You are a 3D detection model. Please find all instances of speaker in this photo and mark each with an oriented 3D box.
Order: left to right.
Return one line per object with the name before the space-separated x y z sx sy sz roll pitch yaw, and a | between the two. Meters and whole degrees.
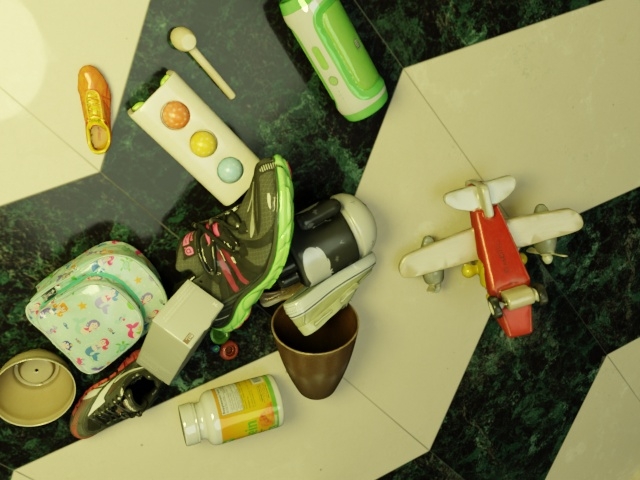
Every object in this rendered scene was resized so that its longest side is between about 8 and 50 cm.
speaker | 0.034 -0.413 1.262 0.131 0.131 0.297 -39 119 -6

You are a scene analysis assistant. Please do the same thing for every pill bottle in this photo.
pill bottle | -0.226 0.433 1.453 0.245 0.136 0.137 -11 113 -19

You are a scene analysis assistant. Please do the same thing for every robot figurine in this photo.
robot figurine | -0.001 -0.001 1.374 0.278 0.209 0.174 -29 101 -11

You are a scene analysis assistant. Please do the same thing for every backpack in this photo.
backpack | -0.459 0.134 1.223 0.253 0.191 0.225 -38 115 -11

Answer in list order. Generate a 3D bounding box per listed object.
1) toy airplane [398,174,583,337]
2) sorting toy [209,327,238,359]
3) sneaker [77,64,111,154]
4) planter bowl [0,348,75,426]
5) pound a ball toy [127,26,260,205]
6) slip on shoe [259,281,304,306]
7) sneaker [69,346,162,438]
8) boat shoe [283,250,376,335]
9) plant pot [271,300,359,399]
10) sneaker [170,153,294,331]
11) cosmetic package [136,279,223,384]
toy airplane | 0.453 0.017 1.552 0.385 0.272 0.385 28 85 7
sorting toy | -0.249 0.254 1.438 0.061 0.042 0.102 -33 107 -26
sneaker | -0.443 -0.258 1.148 0.064 0.067 0.175 -11 111 -18
planter bowl | -0.619 0.303 1.254 0.161 0.109 0.162 -7 111 -20
pound a ball toy | -0.240 -0.253 1.198 0.208 0.135 0.319 -45 120 -2
slip on shoe | -0.092 0.121 1.448 0.135 0.051 0.041 -21 118 -6
sneaker | -0.466 0.368 1.329 0.276 0.135 0.098 -41 121 -3
boat shoe | 0.034 0.124 1.430 0.302 0.109 0.094 -33 103 -34
plant pot | -0.011 0.290 1.473 0.215 0.215 0.231 -15 128 -18
sneaker | -0.194 0.023 1.217 0.202 0.185 0.483 17 127 -21
cosmetic package | -0.306 0.202 1.239 0.107 0.127 0.238 34 138 1
